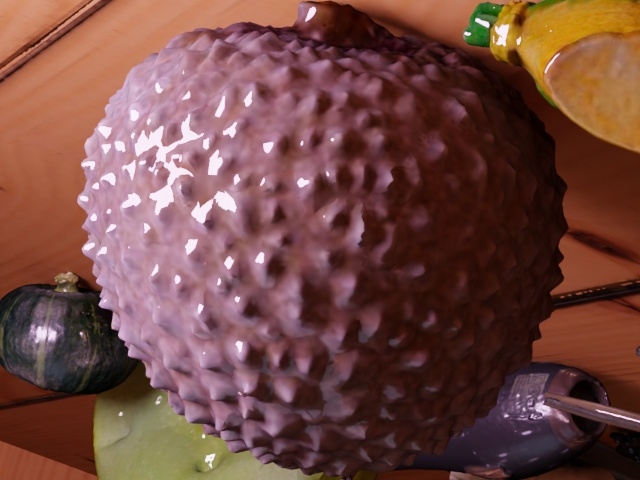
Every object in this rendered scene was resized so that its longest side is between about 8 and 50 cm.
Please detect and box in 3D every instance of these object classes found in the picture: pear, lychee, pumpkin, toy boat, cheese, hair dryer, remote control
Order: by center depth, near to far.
[{"bbox_3d":[0.186,-0.090,1.017,0.229,0.089,0.088,14,-157,10],"label":"toy boat"},{"bbox_3d":[-0.003,-0.003,1.139,0.300,0.300,0.300,16,164,5],"label":"lychee"},{"bbox_3d":[0.070,0.112,1.771,0.359,0.120,0.304,40,148,-28],"label":"hair dryer"},{"bbox_3d":[-0.271,0.101,2.021,0.167,0.125,0.167,28,-174,-3],"label":"pumpkin"},{"bbox_3d":[0.229,0.258,2.043,0.194,0.043,0.065,2,158,35],"label":"cheese"},{"bbox_3d":[0.261,0.235,2.073,0.285,0.038,0.123,29,160,-36],"label":"remote control"},{"bbox_3d":[-0.096,0.276,2.107,0.342,0.318,0.238,9,158,33],"label":"pear"}]

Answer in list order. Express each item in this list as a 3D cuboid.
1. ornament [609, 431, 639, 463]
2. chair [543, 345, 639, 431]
[{"bbox_3d":[0.430,0.278,1.959,0.260,0.106,0.251,12,162,36],"label":"ornament"},{"bbox_3d":[0.328,0.206,1.524,0.272,0.188,0.166,12,-159,39],"label":"chair"}]
